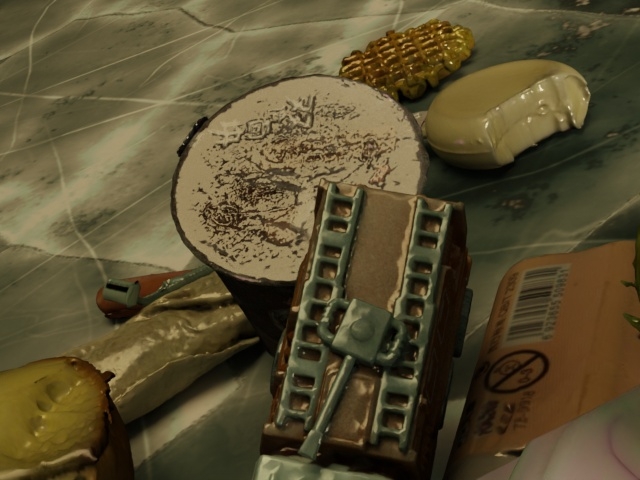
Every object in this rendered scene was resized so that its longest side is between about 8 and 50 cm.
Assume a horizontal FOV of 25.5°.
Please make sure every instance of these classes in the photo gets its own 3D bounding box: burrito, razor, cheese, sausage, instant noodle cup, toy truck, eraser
[{"bbox_3d":[-0.182,0.122,1.337,0.392,0.076,0.117,-31,28,-16],"label":"burrito"},{"bbox_3d":[-0.112,0.027,1.434,0.211,0.035,0.084,-19,11,-23],"label":"razor"},{"bbox_3d":[0.165,-0.143,1.564,0.163,0.070,0.249,-40,31,-30],"label":"cheese"},{"bbox_3d":[-0.156,0.053,1.485,0.177,0.047,0.040,-10,73,22],"label":"sausage"},{"bbox_3d":[0.000,0.000,1.227,0.218,0.207,0.217,-7,55,10],"label":"instant noodle cup"},{"bbox_3d":[0.023,0.117,0.966,0.136,0.162,0.305,10,68,6],"label":"toy truck"},{"bbox_3d":[0.185,0.116,1.069,0.171,0.087,0.290,-12,28,25],"label":"eraser"}]

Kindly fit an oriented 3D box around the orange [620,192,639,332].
[{"bbox_3d":[0.320,0.031,0.741,0.223,0.301,0.300,-53,41,-6],"label":"orange"}]

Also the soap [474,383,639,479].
[{"bbox_3d":[0.159,0.211,0.786,0.324,0.193,0.109,-52,-1,-43],"label":"soap"}]

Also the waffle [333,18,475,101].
[{"bbox_3d":[0.105,-0.225,1.790,0.191,0.038,0.191,-18,27,9],"label":"waffle"}]

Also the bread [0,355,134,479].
[{"bbox_3d":[-0.244,0.196,1.158,0.204,0.162,0.262,-24,22,-5],"label":"bread"}]
